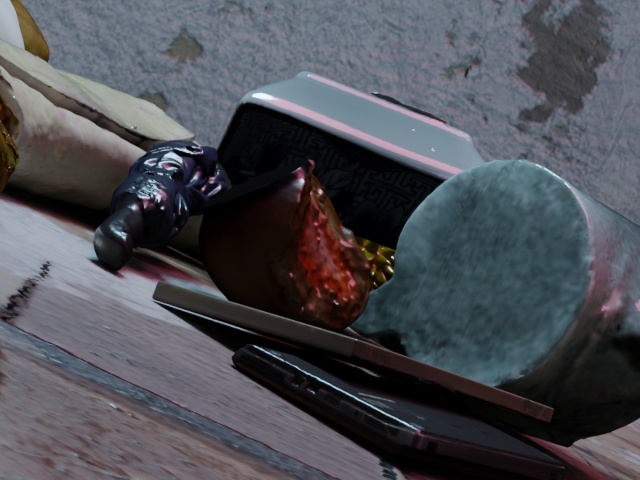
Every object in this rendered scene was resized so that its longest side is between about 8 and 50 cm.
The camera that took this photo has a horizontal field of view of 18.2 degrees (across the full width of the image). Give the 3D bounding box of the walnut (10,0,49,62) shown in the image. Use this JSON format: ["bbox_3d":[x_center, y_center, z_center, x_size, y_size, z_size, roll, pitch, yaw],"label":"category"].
[{"bbox_3d":[-0.420,-0.248,2.337,0.245,0.137,0.137,34,-1,-34],"label":"walnut"}]

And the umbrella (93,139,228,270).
[{"bbox_3d":[-0.127,-0.032,1.506,0.071,0.071,0.248,26,17,6],"label":"umbrella"}]

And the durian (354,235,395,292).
[{"bbox_3d":[0.011,-0.006,1.956,0.183,0.138,0.250,34,9,-4],"label":"durian"}]

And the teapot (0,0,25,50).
[{"bbox_3d":[-0.377,-0.192,1.834,0.298,0.139,0.204,25,-25,28],"label":"teapot"}]

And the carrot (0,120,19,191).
[{"bbox_3d":[-0.279,-0.118,1.319,0.229,0.069,0.069,53,-11,-30],"label":"carrot"}]

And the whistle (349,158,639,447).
[{"bbox_3d":[0.116,0.064,1.608,0.404,0.188,0.168,-13,-25,35],"label":"whistle"}]

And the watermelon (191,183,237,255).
[{"bbox_3d":[-0.093,-0.012,1.802,0.187,0.071,0.139,19,-5,6],"label":"watermelon"}]

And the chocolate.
[{"bbox_3d":[-0.022,0.013,1.518,0.127,0.124,0.133,-14,-80,62],"label":"chocolate"}]

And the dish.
[{"bbox_3d":[0.038,-0.073,1.716,0.243,0.080,0.182,20,-21,-5],"label":"dish"}]

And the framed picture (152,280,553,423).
[{"bbox_3d":[0.026,0.080,1.392,0.184,0.016,0.250,14,-5,40],"label":"framed picture"}]

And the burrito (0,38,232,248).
[{"bbox_3d":[-0.201,-0.077,1.643,0.143,0.105,0.299,42,11,34],"label":"burrito"}]

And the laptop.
[{"bbox_3d":[0.053,0.112,1.277,0.154,0.026,0.207,27,3,35],"label":"laptop"}]
